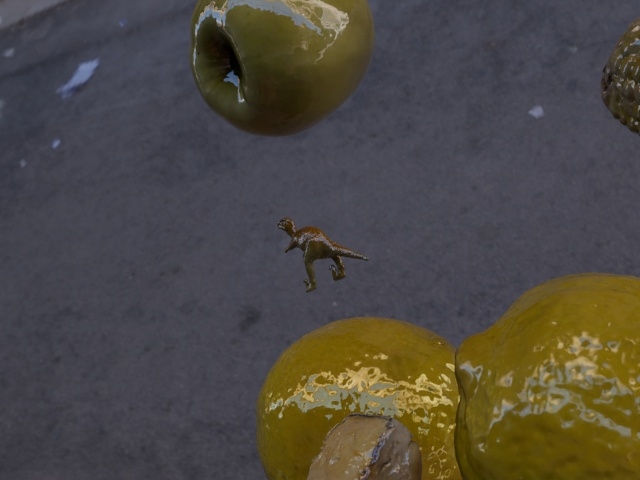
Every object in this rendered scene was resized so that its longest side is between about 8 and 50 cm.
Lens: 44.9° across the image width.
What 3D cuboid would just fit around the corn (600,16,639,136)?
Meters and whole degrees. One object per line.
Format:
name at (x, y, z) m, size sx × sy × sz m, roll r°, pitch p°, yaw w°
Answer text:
corn at (0.269, -0.035, 0.359) m, size 0.097 × 0.097 × 0.320 m, roll -46°, pitch 47°, yaw -3°

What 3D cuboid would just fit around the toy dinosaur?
toy dinosaur at (0.000, 0.000, 1.111) m, size 0.162 × 0.039 × 0.126 m, roll -35°, pitch 73°, yaw 48°

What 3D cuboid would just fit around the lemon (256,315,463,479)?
lemon at (0.074, 0.262, 1.079) m, size 0.336 × 0.336 × 0.336 m, roll -20°, pitch 47°, yaw 23°

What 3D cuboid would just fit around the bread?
bread at (0.039, 0.225, 0.700) m, size 0.125 × 0.082 × 0.106 m, roll -57°, pitch 19°, yaw -22°

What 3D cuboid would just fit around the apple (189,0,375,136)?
apple at (-0.056, -0.276, 1.096) m, size 0.262 × 0.262 × 0.262 m, roll -20°, pitch 47°, yaw 23°

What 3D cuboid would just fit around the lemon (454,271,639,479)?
lemon at (0.248, 0.162, 0.618) m, size 0.253 × 0.310 × 0.253 m, roll -57°, pitch 0°, yaw 0°
